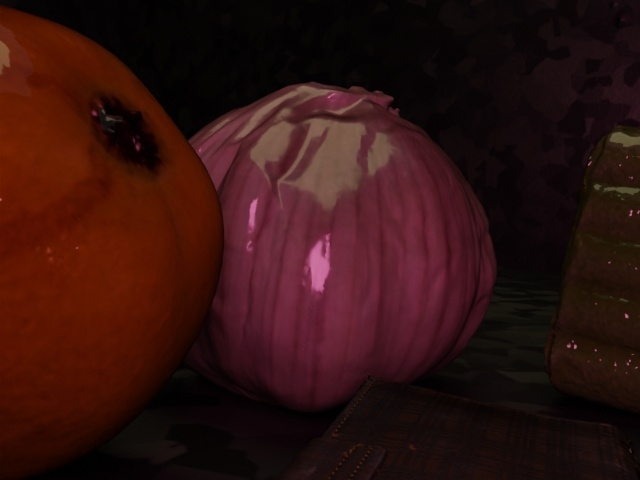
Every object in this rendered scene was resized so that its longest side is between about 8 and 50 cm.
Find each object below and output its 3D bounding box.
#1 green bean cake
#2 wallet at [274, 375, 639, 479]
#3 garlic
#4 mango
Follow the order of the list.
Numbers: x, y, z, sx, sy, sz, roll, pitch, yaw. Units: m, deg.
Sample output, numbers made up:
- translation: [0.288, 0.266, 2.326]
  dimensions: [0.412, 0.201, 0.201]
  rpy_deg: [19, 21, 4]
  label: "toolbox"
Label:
- translation: [0.289, 0.029, 0.654]
  dimensions: [0.124, 0.222, 0.248]
  rpy_deg: [12, 1, 33]
  label: "green bean cake"
- translation: [0.062, 0.123, 0.312]
  dimensions: [0.168, 0.044, 0.317]
  rpy_deg: [6, 5, 14]
  label: "wallet"
- translation: [0.000, 0.000, 0.628]
  dimensions: [0.317, 0.260, 0.317]
  rpy_deg: [11, 18, -4]
  label: "garlic"
- translation: [-0.242, 0.013, 0.398]
  dimensions: [0.377, 0.264, 0.221]
  rpy_deg: [-14, 25, 7]
  label: "mango"
